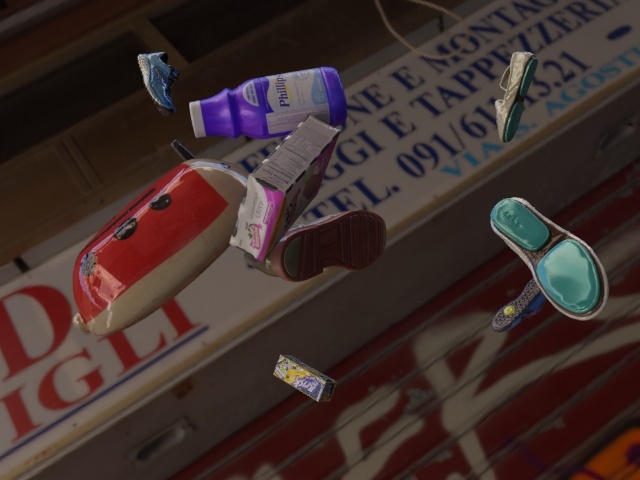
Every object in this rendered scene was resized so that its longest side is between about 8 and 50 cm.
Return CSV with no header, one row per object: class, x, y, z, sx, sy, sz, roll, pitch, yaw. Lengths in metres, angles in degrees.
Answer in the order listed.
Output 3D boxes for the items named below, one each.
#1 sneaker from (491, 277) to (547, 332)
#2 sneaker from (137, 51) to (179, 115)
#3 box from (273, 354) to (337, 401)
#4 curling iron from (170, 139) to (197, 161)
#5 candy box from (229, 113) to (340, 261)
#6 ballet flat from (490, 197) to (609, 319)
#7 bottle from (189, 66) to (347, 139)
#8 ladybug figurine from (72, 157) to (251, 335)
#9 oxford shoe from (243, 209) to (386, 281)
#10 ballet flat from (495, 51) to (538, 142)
sneaker,0.557,0.192,2.100,0.209,0.069,0.082,-41,-54,-16
sneaker,-0.326,-0.332,1.590,0.073,0.162,0.063,-21,-24,-1
box,-0.041,0.361,2.019,0.054,0.169,0.059,14,-82,-52
curling iron,-0.230,-0.113,1.689,0.035,0.274,0.068,-25,20,37
candy box,-0.058,-0.095,1.328,0.233,0.071,0.159,-53,-12,-47
ballet flat,0.519,0.043,1.694,0.139,0.400,0.139,-12,-52,-16
bottle,-0.097,-0.247,1.423,0.283,0.118,0.092,-10,-36,-5
ladybug figurine,-0.312,-0.003,1.487,0.449,0.305,0.162,-45,-69,-17
oxford shoe,0.000,0.000,1.724,0.397,0.147,0.140,-7,-80,-49
ballet flat,0.352,-0.265,1.418,0.057,0.052,0.168,0,-69,-54
